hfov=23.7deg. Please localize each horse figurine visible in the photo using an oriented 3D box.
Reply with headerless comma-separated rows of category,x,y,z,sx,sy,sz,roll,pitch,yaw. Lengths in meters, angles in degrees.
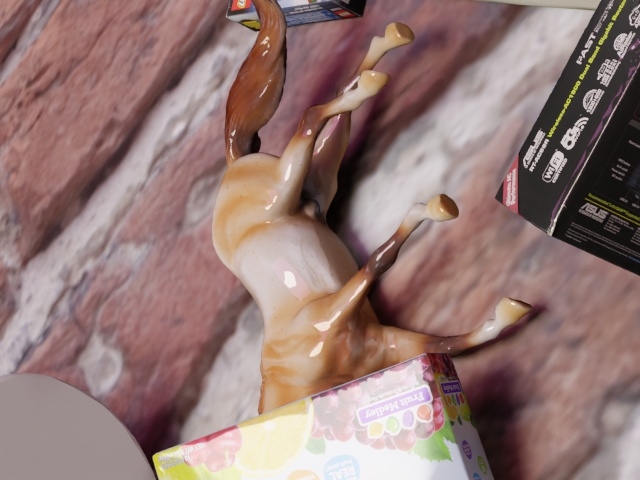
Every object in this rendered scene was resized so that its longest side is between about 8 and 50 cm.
horse figurine,0.000,0.000,0.763,0.174,0.066,0.263,-44,53,33

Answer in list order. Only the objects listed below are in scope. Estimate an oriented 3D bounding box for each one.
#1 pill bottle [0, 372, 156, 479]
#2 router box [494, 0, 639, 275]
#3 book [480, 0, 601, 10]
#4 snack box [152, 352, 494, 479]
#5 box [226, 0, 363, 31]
pill bottle,-0.245,0.204,0.864,0.334,0.188,0.188,-34,51,36
router box,0.137,-0.031,0.578,0.092,0.122,0.038,-62,35,9
book,0.111,-0.163,0.743,0.144,0.035,0.096,15,81,52
snack box,0.005,0.119,0.675,0.141,0.037,0.100,-23,80,20
box,-0.002,-0.192,0.885,0.094,0.027,0.137,2,75,48
